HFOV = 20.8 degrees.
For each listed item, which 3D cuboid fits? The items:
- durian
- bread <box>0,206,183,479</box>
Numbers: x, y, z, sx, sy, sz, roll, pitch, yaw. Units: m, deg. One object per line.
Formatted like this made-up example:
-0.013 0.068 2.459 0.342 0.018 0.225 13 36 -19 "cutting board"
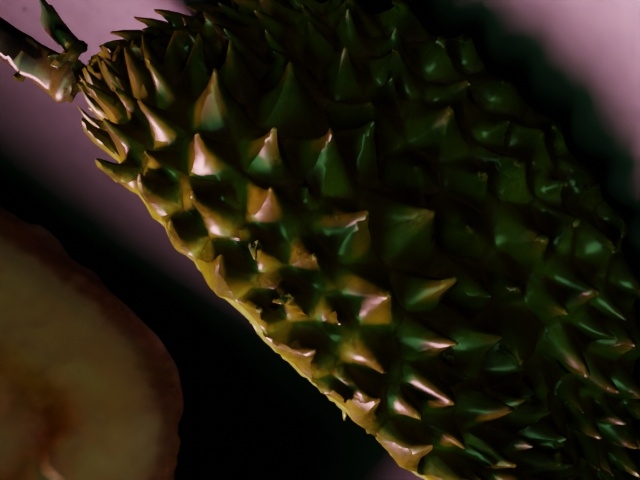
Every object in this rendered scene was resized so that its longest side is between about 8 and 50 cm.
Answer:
0.000 0.000 0.422 0.215 0.086 0.100 45 151 -1 "durian"
-0.134 0.086 0.516 0.244 0.190 0.123 32 149 10 "bread"
